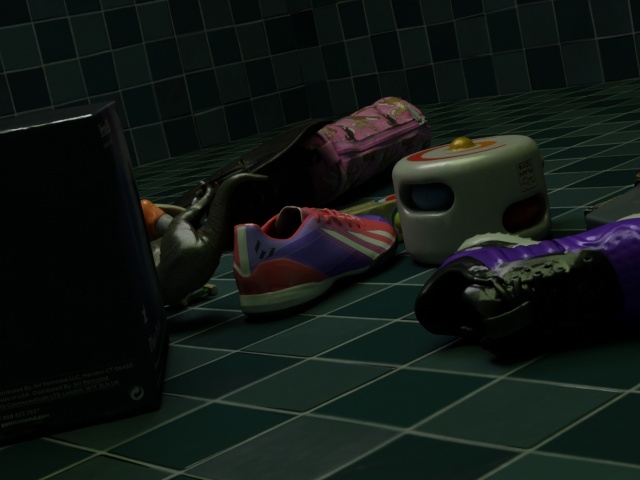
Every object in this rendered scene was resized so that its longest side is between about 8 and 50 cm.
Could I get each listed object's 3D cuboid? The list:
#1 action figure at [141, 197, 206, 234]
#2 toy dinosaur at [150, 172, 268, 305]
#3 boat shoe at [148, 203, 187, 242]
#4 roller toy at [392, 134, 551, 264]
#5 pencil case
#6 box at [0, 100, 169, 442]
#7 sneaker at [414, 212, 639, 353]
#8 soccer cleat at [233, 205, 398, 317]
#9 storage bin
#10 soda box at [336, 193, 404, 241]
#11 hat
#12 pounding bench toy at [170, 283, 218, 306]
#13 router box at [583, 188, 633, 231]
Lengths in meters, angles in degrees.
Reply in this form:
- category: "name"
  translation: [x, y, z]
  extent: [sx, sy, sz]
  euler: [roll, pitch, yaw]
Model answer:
- category: "action figure"
  translation: [-0.377, 0.021, 1.780]
  extent: [0.330, 0.178, 0.341]
  euler: [-8, 17, 41]
- category: "toy dinosaur"
  translation: [-0.182, 0.025, 1.503]
  extent: [0.314, 0.121, 0.160]
  euler: [-21, 43, 15]
- category: "boat shoe"
  translation: [-0.333, 0.002, 1.984]
  extent: [0.302, 0.109, 0.098]
  euler: [-15, 10, 13]
- category: "roller toy"
  translation: [0.195, -0.061, 1.573]
  extent: [0.209, 0.146, 0.191]
  euler: [-11, 10, 3]
- category: "pencil case"
  translation: [0.065, -0.173, 2.350]
  extent: [0.160, 0.167, 0.386]
  euler: [32, 30, 21]
- category: "box"
  translation: [-0.273, 0.016, 1.275]
  extent: [0.183, 0.294, 0.296]
  euler: [-13, 10, -3]
- category: "sneaker"
  translation: [0.208, 0.052, 1.102]
  extent: [0.293, 0.102, 0.146]
  euler: [-9, 13, 44]
- category: "soccer cleat"
  translation: [0.000, 0.000, 1.548]
  extent: [0.109, 0.116, 0.318]
  euler: [-5, 12, 35]
- category: "storage bin"
  translation: [0.356, -0.021, 1.344]
  extent: [0.091, 0.098, 0.135]
  euler: [-25, 12, -10]
- category: "soda box"
  translation: [0.078, -0.023, 1.747]
  extent: [0.181, 0.061, 0.058]
  euler: [-18, 12, -30]
- category: "hat"
  translation: [-0.100, -0.080, 2.081]
  extent: [0.331, 0.134, 0.331]
  euler: [-30, 8, 4]
- category: "pounding bench toy"
  translation: [-0.182, 0.062, 1.628]
  extent: [0.052, 0.083, 0.065]
  euler: [-2, 46, 56]
- category: "router box"
  translation: [0.398, -0.036, 1.506]
  extent: [0.122, 0.038, 0.092]
  euler: [-19, 13, -39]
